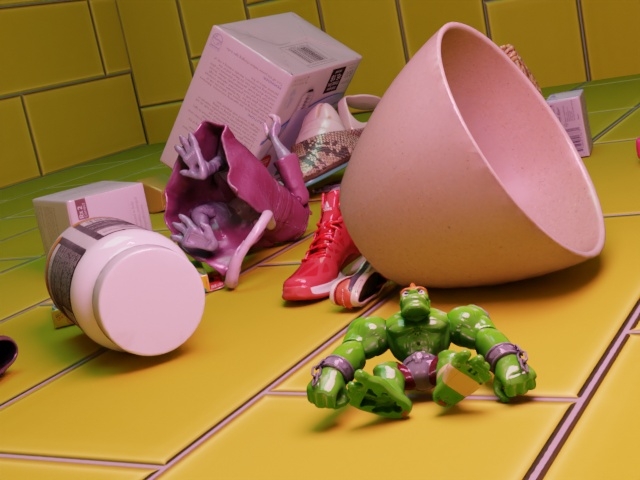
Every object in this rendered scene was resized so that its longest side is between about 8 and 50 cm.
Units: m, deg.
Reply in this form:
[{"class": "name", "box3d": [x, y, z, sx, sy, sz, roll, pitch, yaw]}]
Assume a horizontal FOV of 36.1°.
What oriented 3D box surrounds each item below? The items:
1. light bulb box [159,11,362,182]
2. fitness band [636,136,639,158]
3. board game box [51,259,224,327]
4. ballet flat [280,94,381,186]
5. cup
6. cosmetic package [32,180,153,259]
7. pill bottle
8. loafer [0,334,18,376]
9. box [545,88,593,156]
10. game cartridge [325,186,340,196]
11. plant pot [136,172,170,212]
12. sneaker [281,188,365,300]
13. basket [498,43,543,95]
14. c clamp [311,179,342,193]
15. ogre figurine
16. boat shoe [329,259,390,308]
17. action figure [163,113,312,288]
[{"class": "light bulb box", "box3d": [-0.136, -0.308, 2.284, 0.225, 0.361, 0.358, 36, 30, 15]}, {"class": "fitness band", "box3d": [0.718, -0.184, 1.764, 0.291, 0.054, 0.209, -8, 12, 9]}, {"class": "board game box", "box3d": [-0.283, 0.078, 1.527, 0.259, 0.039, 0.124, -11, 12, -10]}, {"class": "ballet flat", "box3d": [0.064, -0.237, 2.239, 0.164, 0.182, 0.483, -16, 2, 45]}, {"class": "cup", "box3d": [0.163, -0.071, 1.239, 0.237, 0.331, 0.331, -33, 0, 30]}, {"class": "cosmetic package", "box3d": [-0.419, -0.022, 1.824, 0.151, 0.151, 0.184, -19, 15, -33]}, {"class": "pill bottle", "box3d": [-0.257, 0.058, 1.283, 0.162, 0.162, 0.278, -16, 14, -23]}, {"class": "loafer", "box3d": [-0.443, 0.158, 1.138, 0.095, 0.109, 0.302, -6, 9, 3]}, {"class": "box", "box3d": [0.518, -0.242, 2.042, 0.072, 0.126, 0.137, -8, 12, 21]}, {"class": "game cartridge", "box3d": [0.105, -0.067, 1.794, 0.198, 0.062, 0.297, -7, 12, 1]}, {"class": "plant pot", "box3d": [-0.387, -0.110, 2.391, 0.081, 0.081, 0.083, -21, 27, -39]}, {"class": "sneaker", "box3d": [0.000, 0.000, 1.388, 0.087, 0.128, 0.221, -6, 13, 25]}, {"class": "basket", "box3d": [0.321, -0.238, 2.058, 0.299, 0.213, 0.223, -20, -18, 19]}, {"class": "c clamp", "box3d": [0.063, -0.125, 2.184, 0.161, 0.022, 0.137, -12, 6, 3]}, {"class": "ogre figurine", "box3d": [0.090, 0.107, 0.916, 0.197, 0.097, 0.118, -24, 27, 15]}, {"class": "boat shoe", "box3d": [0.067, 0.052, 1.281, 0.043, 0.049, 0.137, 2, 20, 37]}, {"class": "action figure", "box3d": [-0.094, -0.067, 1.649, 0.276, 0.248, 0.370, 36, 11, 29]}]
